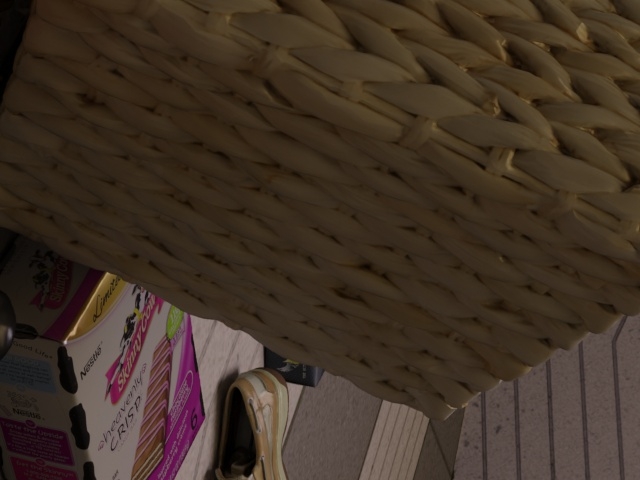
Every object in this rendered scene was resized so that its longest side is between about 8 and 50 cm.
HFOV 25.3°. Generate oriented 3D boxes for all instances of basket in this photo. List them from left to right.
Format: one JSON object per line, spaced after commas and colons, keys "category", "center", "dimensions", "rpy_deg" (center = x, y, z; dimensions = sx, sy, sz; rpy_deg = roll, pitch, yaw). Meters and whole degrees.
{"category": "basket", "center": [0.019, -0.111, 0.742], "dimensions": [0.266, 0.331, 0.328], "rpy_deg": [-68, -170, -25]}

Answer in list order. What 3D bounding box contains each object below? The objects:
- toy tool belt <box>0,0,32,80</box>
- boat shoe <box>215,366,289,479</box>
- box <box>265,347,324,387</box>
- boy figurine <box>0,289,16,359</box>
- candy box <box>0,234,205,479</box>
{"category": "toy tool belt", "center": [-0.183, -0.096, 0.717], "dimensions": [0.051, 0.052, 0.083], "rpy_deg": [-54, -172, 48]}
{"category": "boat shoe", "center": [-0.071, 0.213, 1.302], "dimensions": [0.072, 0.068, 0.190], "rpy_deg": [-13, 103, -61]}
{"category": "box", "center": [0.000, 0.000, 1.416], "dimensions": [0.183, 0.059, 0.232], "rpy_deg": [-60, 156, -53]}
{"category": "boy figurine", "center": [-0.221, 0.047, 0.566], "dimensions": [0.285, 0.092, 0.177], "rpy_deg": [35, 65, -73]}
{"category": "candy box", "center": [-0.143, 0.087, 0.917], "dimensions": [0.159, 0.071, 0.233], "rpy_deg": [-65, 158, -44]}
